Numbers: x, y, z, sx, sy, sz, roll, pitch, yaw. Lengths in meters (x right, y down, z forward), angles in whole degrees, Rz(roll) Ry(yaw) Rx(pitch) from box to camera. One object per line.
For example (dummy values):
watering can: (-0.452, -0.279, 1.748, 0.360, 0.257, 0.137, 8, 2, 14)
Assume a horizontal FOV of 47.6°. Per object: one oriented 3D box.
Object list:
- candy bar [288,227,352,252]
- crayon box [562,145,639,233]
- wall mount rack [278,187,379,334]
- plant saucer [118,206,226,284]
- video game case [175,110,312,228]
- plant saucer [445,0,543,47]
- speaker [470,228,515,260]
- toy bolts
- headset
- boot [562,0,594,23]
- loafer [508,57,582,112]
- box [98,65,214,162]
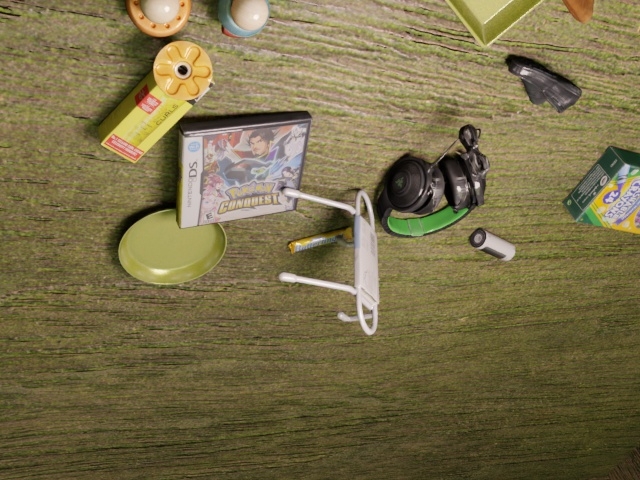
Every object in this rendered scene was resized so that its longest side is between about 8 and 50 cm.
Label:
candy bar: (0.000, 0.000, 1.782, 0.161, 0.018, 0.040, -14, 138, -9)
crayon box: (0.840, -0.125, 1.946, 0.323, 0.083, 0.203, 7, 132, -29)
wall mount rack: (0.035, 0.033, 1.617, 0.130, 0.350, 0.304, -12, 151, 22)
plant saucer: (-0.333, 0.006, 1.637, 0.241, 0.037, 0.241, -12, 139, -11)
video game case: (-0.162, -0.145, 1.514, 0.275, 0.035, 0.248, -10, 135, -24)
plant saucer: (0.335, -0.489, 1.375, 0.188, 0.045, 0.188, -38, 136, 19)
speaker: (0.467, 0.013, 1.961, 0.136, 0.055, 0.055, 21, 124, -38)
toy bolts: (-0.188, -0.341, 1.190, 0.228, 0.158, 0.218, -15, 113, -11)
headset: (0.278, -0.108, 1.655, 0.243, 0.185, 0.394, -6, 148, -17)
boot: (0.478, -0.562, 1.310, 0.280, 0.096, 0.264, 9, 99, -45)
loafer: (0.483, -0.333, 1.580, 0.223, 0.076, 0.078, 13, 121, -38)
box: (-0.309, -0.252, 1.354, 0.232, 0.058, 0.087, -38, 137, 19)
